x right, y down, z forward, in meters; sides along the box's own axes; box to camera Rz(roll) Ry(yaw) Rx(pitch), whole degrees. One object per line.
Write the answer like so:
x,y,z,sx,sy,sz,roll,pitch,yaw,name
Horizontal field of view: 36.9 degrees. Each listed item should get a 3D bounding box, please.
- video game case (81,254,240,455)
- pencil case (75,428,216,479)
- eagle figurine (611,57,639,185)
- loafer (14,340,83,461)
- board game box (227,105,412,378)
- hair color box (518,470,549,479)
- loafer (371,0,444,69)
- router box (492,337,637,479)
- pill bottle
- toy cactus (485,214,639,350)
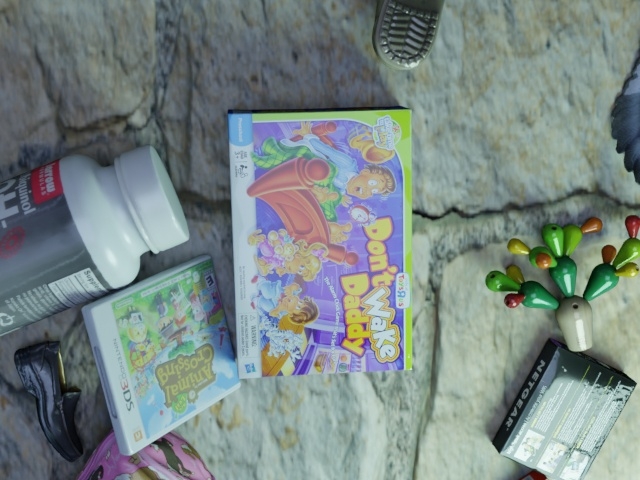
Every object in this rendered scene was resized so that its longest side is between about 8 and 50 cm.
-0.195,0.140,1.227,0.023,0.212,0.193,-2,105,38,video game case
-0.306,0.412,1.279,0.386,0.167,0.160,-49,61,5,pencil case
0.528,-0.217,1.245,0.226,0.225,0.298,32,136,28,eagle figurine
-0.348,0.215,1.283,0.061,0.062,0.170,-22,104,-6,loafer
0.000,0.000,1.265,0.233,0.078,0.347,-3,101,-5,board game box
0.329,0.410,1.397,0.072,0.043,0.141,-34,103,1,hair color box
0.120,-0.337,1.208,0.102,0.092,0.268,23,82,-14,loafer
0.346,0.247,1.365,0.133,0.046,0.178,26,97,-10,router box
-0.332,-0.001,1.182,0.319,0.176,0.176,-22,103,-1,pill bottle
0.342,0.063,1.300,0.219,0.112,0.180,-17,102,-8,toy cactus
